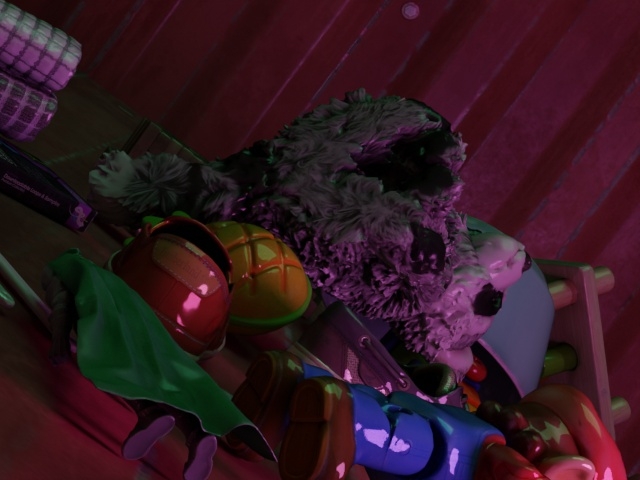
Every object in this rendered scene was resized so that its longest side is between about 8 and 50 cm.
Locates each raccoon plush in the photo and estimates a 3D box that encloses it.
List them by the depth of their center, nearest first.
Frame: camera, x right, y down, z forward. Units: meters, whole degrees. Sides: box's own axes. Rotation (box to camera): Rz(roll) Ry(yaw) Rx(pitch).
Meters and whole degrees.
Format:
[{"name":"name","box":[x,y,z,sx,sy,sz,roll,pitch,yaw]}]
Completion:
[{"name":"raccoon plush","box":[0.000,0.000,1.867,0.446,0.216,0.299,9,-35,15]}]

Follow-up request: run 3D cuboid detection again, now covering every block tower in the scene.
[{"name":"block tower","box":[-0.124,-0.031,2.212,0.335,0.097,0.091,35,3,-14]}]

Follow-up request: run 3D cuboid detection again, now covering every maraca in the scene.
[{"name":"maraca","box":[-0.097,0.028,1.655,0.186,0.099,0.127,23,36,8]}]

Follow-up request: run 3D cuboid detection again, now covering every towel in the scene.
[{"name":"towel","box":[-0.374,-0.198,1.706,0.235,0.121,0.284,27,0,-18]}]

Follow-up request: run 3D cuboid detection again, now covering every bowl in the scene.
[{"name":"bowl","box":[0.169,0.081,2.168,0.311,0.163,0.311,31,-22,14]}]

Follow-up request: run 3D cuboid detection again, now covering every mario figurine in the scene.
[{"name":"mario figurine","box":[0.089,0.186,1.250,0.320,0.170,0.198,17,38,-31]}]

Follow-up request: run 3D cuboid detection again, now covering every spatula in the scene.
[{"name":"spatula","box":[-0.266,-0.009,1.187,0.168,0.019,0.242,40,2,-45]}]

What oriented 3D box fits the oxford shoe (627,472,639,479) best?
[{"name":"oxford shoe","box":[0.429,0.415,1.918,0.123,0.130,0.348,-25,-63,42]}]

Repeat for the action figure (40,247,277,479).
[{"name":"action figure","box":[-0.129,0.067,1.100,0.137,0.063,0.232,33,9,-35]}]

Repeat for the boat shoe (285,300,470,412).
[{"name":"boat shoe","box":[0.092,0.154,1.585,0.285,0.092,0.103,35,4,-24]}]

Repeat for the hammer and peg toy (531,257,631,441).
[{"name":"hammer and peg toy","box":[0.293,0.199,2.354,0.127,0.361,0.266,-15,13,-34]}]

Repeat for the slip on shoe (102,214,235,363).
[{"name":"slip on shoe","box":[-0.115,0.033,1.403,0.123,0.101,0.331,35,2,-3]}]

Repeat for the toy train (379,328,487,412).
[{"name":"toy train","box":[0.167,0.205,1.991,0.248,0.105,0.143,35,15,-34]}]

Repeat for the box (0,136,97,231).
[{"name":"box","box":[-0.293,-0.072,1.597,0.116,0.029,0.162,39,5,39]}]

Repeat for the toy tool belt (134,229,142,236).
[{"name":"toy tool belt","box":[-0.183,-0.016,1.878,0.083,0.052,0.051,41,-27,13]}]
